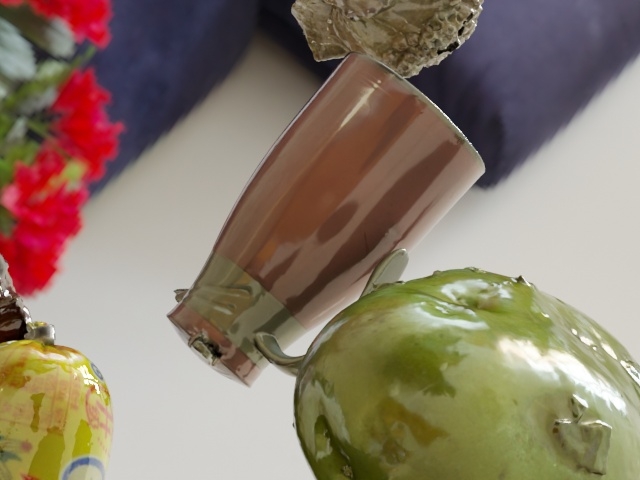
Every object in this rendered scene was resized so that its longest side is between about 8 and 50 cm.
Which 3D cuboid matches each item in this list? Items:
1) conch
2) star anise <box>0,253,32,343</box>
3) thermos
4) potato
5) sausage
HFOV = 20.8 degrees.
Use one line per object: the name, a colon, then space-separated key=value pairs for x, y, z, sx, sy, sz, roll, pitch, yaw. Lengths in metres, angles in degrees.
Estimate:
conch: x=0.070 y=-0.230 z=1.538 sx=0.178 sy=0.163 sz=0.245 roll=-16 pitch=-171 yaw=33
star anise: x=-0.374 y=0.063 z=1.709 sx=0.148 sy=0.346 sz=0.237 roll=-38 pitch=-174 yaw=-25
thermos: x=0.000 y=0.000 z=1.377 sx=0.265 sy=0.176 sz=0.146 roll=-50 pitch=135 yaw=-7
potato: x=0.082 y=0.100 z=0.869 sx=0.148 sy=0.186 sz=0.253 roll=-52 pitch=142 yaw=12
sausage: x=-0.219 y=0.217 z=1.130 sx=0.123 sy=0.123 sz=0.347 roll=63 pitch=39 yaw=-71
